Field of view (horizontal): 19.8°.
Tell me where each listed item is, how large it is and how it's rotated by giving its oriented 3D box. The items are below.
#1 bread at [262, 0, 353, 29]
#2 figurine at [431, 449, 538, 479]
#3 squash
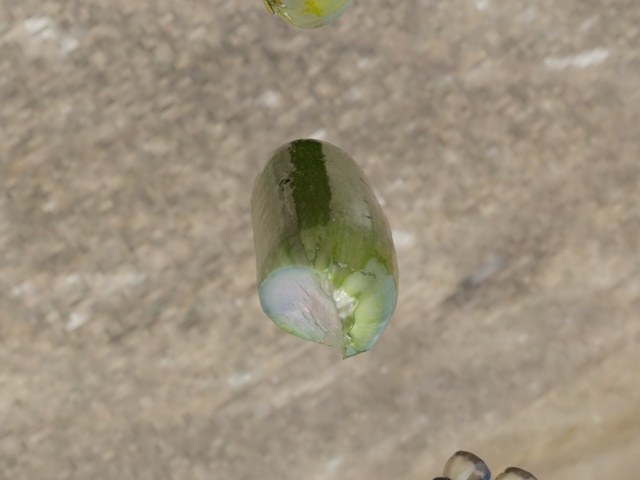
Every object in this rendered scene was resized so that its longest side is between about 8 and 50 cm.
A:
[{"bbox_3d":[-0.044,-0.277,1.173,0.112,0.166,0.383,-30,157,0],"label":"bread"},{"bbox_3d":[0.076,0.369,1.599,0.411,0.241,0.306,-26,134,-50],"label":"figurine"},{"bbox_3d":[0.000,0.000,0.884,0.069,0.069,0.239,-36,-165,5],"label":"squash"}]
